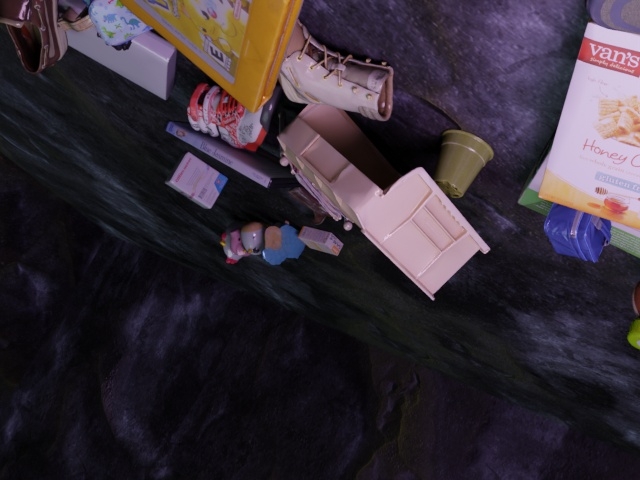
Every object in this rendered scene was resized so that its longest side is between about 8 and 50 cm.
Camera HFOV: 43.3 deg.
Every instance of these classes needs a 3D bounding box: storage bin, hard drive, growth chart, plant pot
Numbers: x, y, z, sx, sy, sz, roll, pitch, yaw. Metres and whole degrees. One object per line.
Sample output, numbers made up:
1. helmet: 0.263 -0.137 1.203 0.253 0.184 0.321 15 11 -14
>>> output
1. storage bin: 0.090 -0.073 1.251 0.260 0.123 0.262 42 -176 -45
2. hard drive: -0.403 -0.374 1.447 0.307 0.040 0.203 29 166 -6
3. growth chart: -0.009 -0.124 1.427 0.021 0.172 0.237 -27 134 20
4. plant pot: 0.202 -0.109 1.193 0.083 0.079 0.083 26 166 7

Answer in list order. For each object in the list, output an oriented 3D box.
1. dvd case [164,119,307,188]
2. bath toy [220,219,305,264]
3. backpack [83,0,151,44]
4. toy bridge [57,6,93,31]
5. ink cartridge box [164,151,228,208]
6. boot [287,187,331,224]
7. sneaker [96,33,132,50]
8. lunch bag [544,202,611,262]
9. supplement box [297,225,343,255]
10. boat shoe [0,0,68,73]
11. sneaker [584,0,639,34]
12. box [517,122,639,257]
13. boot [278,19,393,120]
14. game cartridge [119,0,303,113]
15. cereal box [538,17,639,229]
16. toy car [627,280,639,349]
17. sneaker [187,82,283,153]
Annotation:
1. dvd case: -0.149 -0.164 1.534 0.253 0.022 0.180 30 -163 21
2. bath toy: -0.183 0.007 2.209 0.151 0.129 0.348 34 165 -25
3. backpack: -0.293 -0.351 1.179 0.105 0.084 0.114 -19 128 14
4. toy bridge: -0.366 -0.362 1.287 0.188 0.063 0.026 -6 138 42
5. ink cartridge box: -0.303 -0.146 1.965 0.122 0.089 0.052 35 167 -25
6. boot: -0.032 -0.083 1.796 0.114 0.037 0.106 29 153 -19
7. sneaker: -0.297 -0.338 1.284 0.152 0.085 0.058 16 162 37
8. lunch bag: 0.344 -0.015 1.059 0.065 0.067 0.098 18 164 38
9. supplement box: 0.000 0.000 2.032 0.098 0.036 0.062 15 161 41
10. boat shoe: -0.480 -0.382 1.311 0.095 0.095 0.257 13 142 16
11. sneaker: 0.352 -0.163 0.635 0.299 0.121 0.111 19 163 30
12. box: 0.394 -0.074 1.017 0.232 0.058 0.322 25 164 9
13. boot: 0.012 -0.239 1.093 0.165 0.077 0.213 20 165 22
14. game cartridge: -0.173 -0.328 0.987 0.323 0.053 0.285 38 158 2
15. cereal box: 0.334 -0.113 0.829 0.173 0.047 0.240 20 143 18
16. toy car: 0.534 0.074 1.111 0.149 0.155 0.188 26 156 5
17. sneaker: -0.156 -0.226 1.398 0.145 0.090 0.270 23 170 -9
